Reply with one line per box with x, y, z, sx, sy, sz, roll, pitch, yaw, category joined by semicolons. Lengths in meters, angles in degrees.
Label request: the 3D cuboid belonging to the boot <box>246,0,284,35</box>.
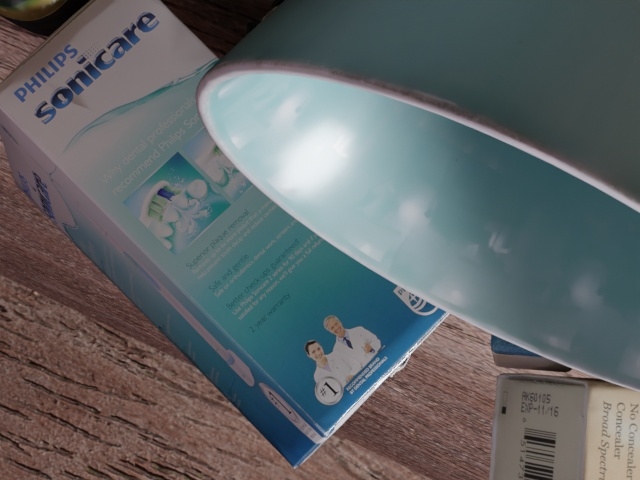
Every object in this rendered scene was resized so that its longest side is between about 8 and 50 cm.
0.003;-0.096;1.049;0.236;0.085;0.178;21;159;45;boot

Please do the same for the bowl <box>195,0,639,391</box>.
0.116;-0.060;0.755;0.312;0.163;0.311;26;166;7;bowl

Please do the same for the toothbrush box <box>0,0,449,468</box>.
-0.069;-0.003;1.085;0.295;0.126;0.216;44;167;6;toothbrush box

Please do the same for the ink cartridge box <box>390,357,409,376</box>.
0.000;0.000;1.275;0.191;0.139;0.082;34;166;-24;ink cartridge box

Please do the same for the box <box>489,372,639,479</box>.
0.278;0.172;1.125;0.311;0.148;0.121;4;176;-23;box

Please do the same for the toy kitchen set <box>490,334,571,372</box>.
0.211;0.008;1.018;0.207;0.122;0.166;4;161;11;toy kitchen set

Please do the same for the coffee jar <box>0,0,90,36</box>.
-0.192;-0.201;0.981;0.079;0.096;0.184;25;168;27;coffee jar
